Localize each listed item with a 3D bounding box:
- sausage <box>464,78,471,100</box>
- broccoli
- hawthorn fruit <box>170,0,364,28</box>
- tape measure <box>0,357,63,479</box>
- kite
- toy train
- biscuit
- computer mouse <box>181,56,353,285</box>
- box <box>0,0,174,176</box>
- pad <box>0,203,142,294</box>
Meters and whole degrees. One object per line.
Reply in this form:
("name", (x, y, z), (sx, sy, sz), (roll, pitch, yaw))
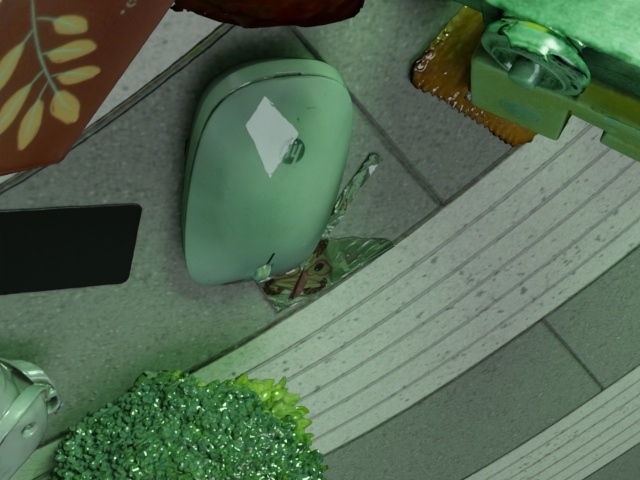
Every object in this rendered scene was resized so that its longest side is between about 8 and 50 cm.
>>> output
("sausage", (0.237, -0.211, 0.846), (0.223, 0.029, 0.029), (-36, 141, 7))
("broccoli", (-0.119, 0.302, 1.052), (0.397, 0.275, 0.353), (24, 161, -39))
("hawthorn fruit", (-0.007, -0.277, 0.470), (0.295, 0.295, 0.311), (-4, 111, -29))
("tape measure", (-0.395, 0.200, 0.852), (0.236, 0.120, 0.197), (-47, 137, 13))
("kite", (-0.001, -0.001, 0.963), (0.229, 0.012, 0.250), (4, 129, -36))
("toy train", (0.293, -0.129, 0.681), (0.160, 0.397, 0.253), (-62, 167, -2))
("biscuit", (0.231, -0.216, 0.873), (0.232, 0.013, 0.237), (20, 119, -43))
("computer mouse", (-0.050, -0.047, 0.809), (0.159, 0.097, 0.288), (-11, 135, -23))
("box", (-0.151, -0.275, 0.310), (0.385, 0.344, 0.122), (-48, 174, 21))
("pad", (-0.258, 0.010, 0.820), (0.157, 0.003, 0.112), (-4, 134, -29))
